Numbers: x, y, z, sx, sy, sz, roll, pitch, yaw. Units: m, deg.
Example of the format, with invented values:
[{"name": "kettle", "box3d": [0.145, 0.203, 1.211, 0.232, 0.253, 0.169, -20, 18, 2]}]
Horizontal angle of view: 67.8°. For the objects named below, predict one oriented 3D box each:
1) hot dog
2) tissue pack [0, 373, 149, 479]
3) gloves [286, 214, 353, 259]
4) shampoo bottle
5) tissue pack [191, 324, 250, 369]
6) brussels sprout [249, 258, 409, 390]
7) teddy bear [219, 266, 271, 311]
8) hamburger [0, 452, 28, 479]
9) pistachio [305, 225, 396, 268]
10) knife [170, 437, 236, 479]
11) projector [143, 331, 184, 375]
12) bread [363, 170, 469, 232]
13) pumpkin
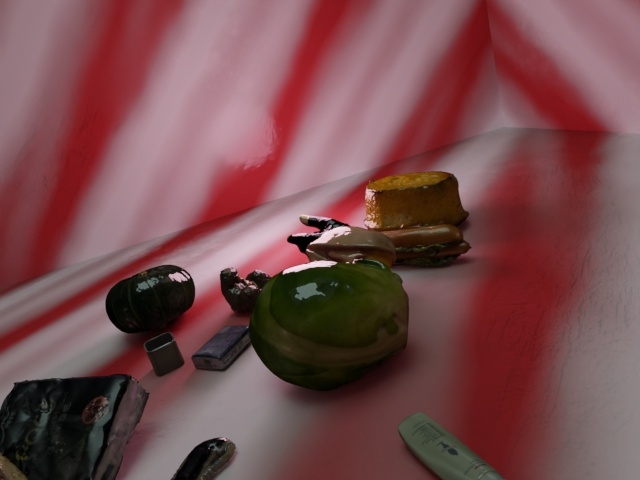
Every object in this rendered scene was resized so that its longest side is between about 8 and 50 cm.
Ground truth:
[{"name": "hot dog", "box3d": [0.310, 0.023, 1.532, 0.337, 0.135, 0.100, -6, 42, 29]}, {"name": "tissue pack", "box3d": [-0.562, 0.420, 1.019, 0.332, 0.123, 0.245, -9, 44, 16]}, {"name": "gloves", "box3d": [0.000, 0.002, 1.742, 0.152, 0.197, 0.301, -18, 16, -42]}, {"name": "shampoo bottle", "box3d": [0.211, 0.351, 0.766, 0.072, 0.049, 0.212, -20, 18, -26]}, {"name": "tissue pack", "box3d": [-0.271, 0.296, 1.333, 0.112, 0.051, 0.156, -7, 20, 32]}, {"name": "brussels sprout", "box3d": [0.015, 0.185, 1.093, 0.371, 0.276, 0.315, -2, 9, 19]}, {"name": "teddy bear", "box3d": [-0.236, 0.162, 1.601, 0.177, 0.140, 0.190, 29, 33, 28]}, {"name": "hamburger", "box3d": [-0.611, 0.501, 0.796, 0.330, 0.162, 0.209, 22, 71, 44]}, {"name": "pistachio", "box3d": [0.087, 0.062, 1.422, 0.229, 0.230, 0.308, -26, 19, -29]}, {"name": "knife", "box3d": [-0.264, 0.472, 0.822, 0.089, 0.043, 0.365, -8, 20, 25]}, {"name": "projector", "box3d": [-0.444, 0.321, 1.351, 0.083, 0.082, 0.083, -24, 21, -24]}, {"name": "bread", "box3d": [0.362, -0.136, 1.822, 0.397, 0.215, 0.398, -10, 16, 3]}, {"name": "pumpkin", "box3d": [-0.570, 0.202, 1.627, 0.300, 0.207, 0.300, -23, 6, 2]}]
